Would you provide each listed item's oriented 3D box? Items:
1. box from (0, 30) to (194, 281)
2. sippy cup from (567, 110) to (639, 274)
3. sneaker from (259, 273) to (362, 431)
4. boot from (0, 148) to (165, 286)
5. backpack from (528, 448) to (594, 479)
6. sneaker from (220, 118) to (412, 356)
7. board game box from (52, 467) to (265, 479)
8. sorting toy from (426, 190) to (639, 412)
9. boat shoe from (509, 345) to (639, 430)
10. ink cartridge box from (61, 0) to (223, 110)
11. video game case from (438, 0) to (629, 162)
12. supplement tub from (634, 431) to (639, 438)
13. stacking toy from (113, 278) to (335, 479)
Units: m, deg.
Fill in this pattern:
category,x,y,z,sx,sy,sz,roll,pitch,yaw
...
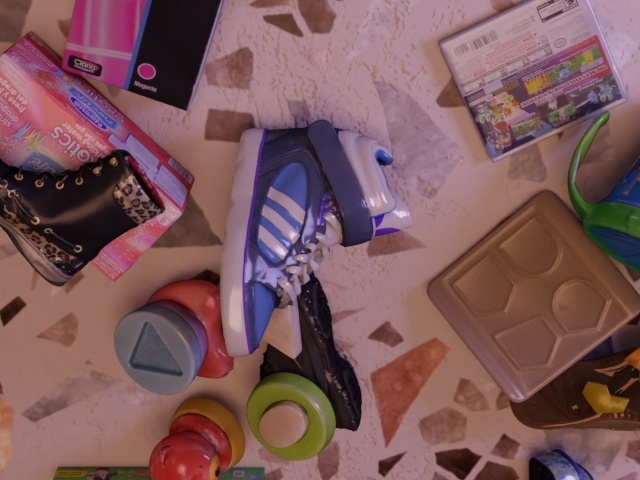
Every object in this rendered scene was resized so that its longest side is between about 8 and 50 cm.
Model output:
category,x,y,z,sx,sy,sz,roll,pitch,yaw
box,-0.325,-0.110,1.532,0.300,0.154,0.142,42,105,-15
sippy cup,0.494,-0.058,1.509,0.305,0.240,0.224,33,86,-24
sneaker,-0.037,0.158,1.661,0.130,0.109,0.286,-14,107,15
boot,-0.320,-0.076,1.421,0.179,0.085,0.236,-31,114,10
backpack,0.357,0.371,1.738,0.084,0.105,0.114,-14,111,-18
sneaker,0.000,0.000,1.519,0.236,0.130,0.322,4,69,2
board game box,-0.242,0.451,1.796,0.317,0.046,0.213,1,109,0
sorting toy,0.326,0.116,1.622,0.229,0.041,0.307,-40,80,11
boat shoe,0.442,0.208,1.650,0.341,0.110,0.121,-3,80,16
ink cartridge box,-0.195,-0.342,1.433,0.176,0.069,0.371,18,127,-7
video game case,0.284,-0.225,1.557,0.201,0.023,0.183,-25,108,8
supplement tub,0.509,0.254,1.708,0.107,0.071,0.071,-35,106,13
stacking toy,-0.144,0.217,1.614,0.280,0.130,0.308,-5,111,29
